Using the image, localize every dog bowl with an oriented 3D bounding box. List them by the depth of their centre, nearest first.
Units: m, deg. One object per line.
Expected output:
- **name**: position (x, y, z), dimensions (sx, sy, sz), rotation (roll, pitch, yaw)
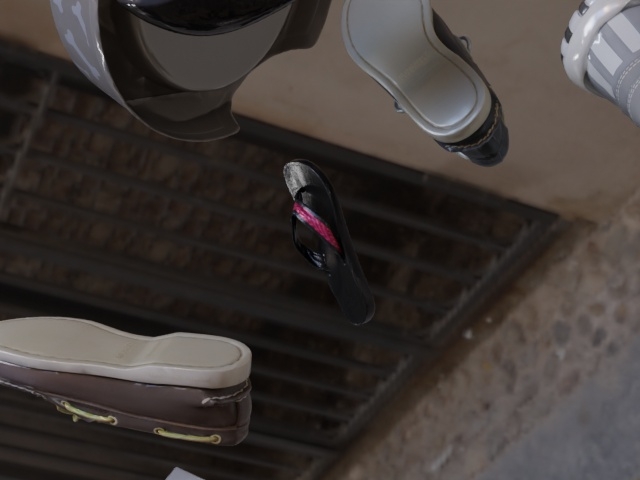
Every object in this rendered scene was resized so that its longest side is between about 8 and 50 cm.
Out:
- **dog bowl**: position (-0.125, -0.278, 1.263), dimensions (0.102, 0.349, 0.349), rotation (22, 97, 34)

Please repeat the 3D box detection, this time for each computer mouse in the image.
- **computer mouse**: position (-0.034, -0.227, 1.026), dimensions (0.188, 0.272, 0.072), rotation (-99, -11, -50)

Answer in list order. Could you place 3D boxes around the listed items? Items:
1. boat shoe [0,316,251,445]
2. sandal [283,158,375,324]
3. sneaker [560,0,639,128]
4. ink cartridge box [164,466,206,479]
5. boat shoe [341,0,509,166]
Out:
- **boat shoe**: position (-0.224, 0.145, 1.306), dimensions (0.116, 0.324, 0.097), rotation (-47, -41, -64)
- **sandal**: position (0.000, 0.000, 1.213), dimensions (0.179, 0.040, 0.067), rotation (67, 153, 16)
- **sneaker**: position (0.230, -0.048, 0.591), dimensions (0.132, 0.228, 0.086), rotation (-108, 31, -52)
- **ink cartridge box**: position (-0.083, 0.352, 1.339), dimensions (0.154, 0.212, 0.093), rotation (6, 53, 54)
- **boat shoe**: position (0.099, -0.160, 1.161), dimensions (0.095, 0.079, 0.254), rotation (-42, 45, 5)
